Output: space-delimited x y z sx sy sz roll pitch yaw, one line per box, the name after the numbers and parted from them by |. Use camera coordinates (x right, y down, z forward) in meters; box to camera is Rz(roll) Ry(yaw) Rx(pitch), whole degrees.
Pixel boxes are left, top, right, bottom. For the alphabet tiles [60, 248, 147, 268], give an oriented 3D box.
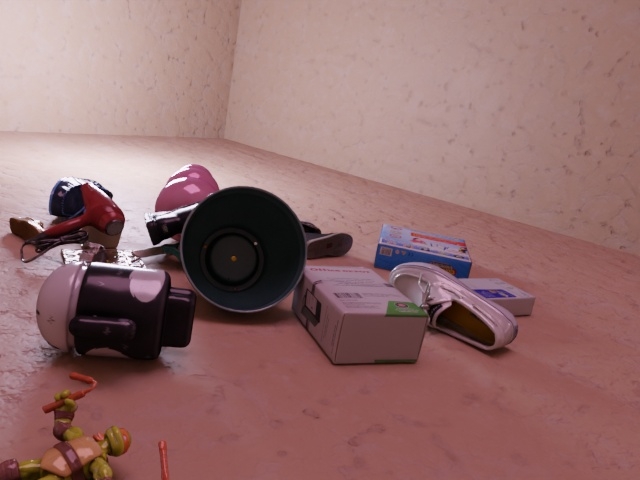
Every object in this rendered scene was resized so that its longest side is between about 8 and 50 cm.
-0.553 0.065 1.556 0.198 0.009 0.237 2 17 -29 | alphabet tiles

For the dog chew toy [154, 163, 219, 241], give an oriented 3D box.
-0.410 -0.137 1.920 0.206 0.207 0.332 7 31 -11 | dog chew toy

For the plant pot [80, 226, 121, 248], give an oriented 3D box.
-0.616 -0.035 1.711 0.096 0.109 0.109 15 11 -29 | plant pot

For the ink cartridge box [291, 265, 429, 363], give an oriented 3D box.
0.080 0.162 1.392 0.211 0.122 0.289 4 16 -23 | ink cartridge box

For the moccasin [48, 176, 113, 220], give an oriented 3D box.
-0.764 -0.148 1.955 0.116 0.138 0.342 14 16 -3 | moccasin

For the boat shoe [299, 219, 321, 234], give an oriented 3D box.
-0.093 -0.040 2.108 0.219 0.078 0.070 0 17 -39 | boat shoe

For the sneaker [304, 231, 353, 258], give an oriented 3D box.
0.000 0.000 2.010 0.222 0.083 0.118 -5 21 -42 | sneaker

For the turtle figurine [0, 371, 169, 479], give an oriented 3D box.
-0.334 0.279 0.765 0.217 0.087 0.269 -14 36 -41 | turtle figurine

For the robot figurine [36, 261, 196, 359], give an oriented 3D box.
-0.376 0.133 1.120 0.278 0.209 0.174 8 57 -11 | robot figurine

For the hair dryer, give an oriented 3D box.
-0.620 -0.051 1.552 0.223 0.080 0.294 10 43 -6 | hair dryer

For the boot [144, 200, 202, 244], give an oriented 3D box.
-0.380 -0.055 1.686 0.207 0.094 0.246 -17 9 -15 | boot

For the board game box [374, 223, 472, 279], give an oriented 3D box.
0.348 0.042 2.080 0.308 0.086 0.302 12 15 6 | board game box

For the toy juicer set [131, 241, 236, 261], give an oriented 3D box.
-0.331 0.023 1.697 0.329 0.090 0.209 13 15 10 | toy juicer set

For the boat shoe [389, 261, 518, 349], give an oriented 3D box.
0.300 0.172 1.524 0.367 0.136 0.156 32 28 32 | boat shoe

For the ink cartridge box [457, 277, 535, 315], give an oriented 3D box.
0.443 0.163 1.744 0.332 0.065 0.165 3 17 -29 | ink cartridge box

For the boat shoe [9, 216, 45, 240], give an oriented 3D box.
-0.789 -0.034 1.655 0.170 0.063 0.059 20 24 36 | boat shoe

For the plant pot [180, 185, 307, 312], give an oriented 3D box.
-0.200 0.034 1.463 0.293 0.293 0.196 5 -11 -17 | plant pot
